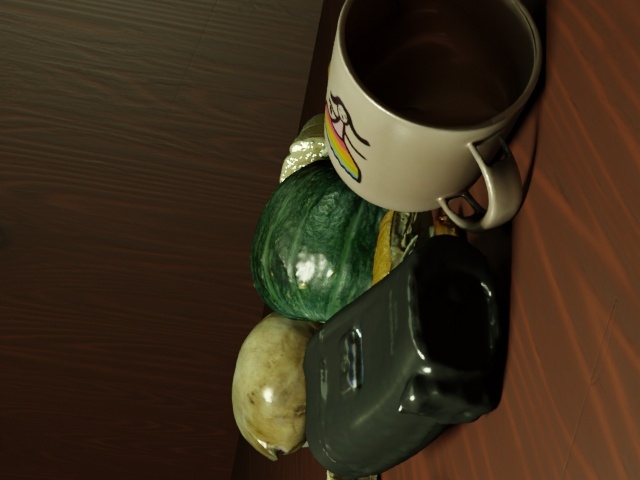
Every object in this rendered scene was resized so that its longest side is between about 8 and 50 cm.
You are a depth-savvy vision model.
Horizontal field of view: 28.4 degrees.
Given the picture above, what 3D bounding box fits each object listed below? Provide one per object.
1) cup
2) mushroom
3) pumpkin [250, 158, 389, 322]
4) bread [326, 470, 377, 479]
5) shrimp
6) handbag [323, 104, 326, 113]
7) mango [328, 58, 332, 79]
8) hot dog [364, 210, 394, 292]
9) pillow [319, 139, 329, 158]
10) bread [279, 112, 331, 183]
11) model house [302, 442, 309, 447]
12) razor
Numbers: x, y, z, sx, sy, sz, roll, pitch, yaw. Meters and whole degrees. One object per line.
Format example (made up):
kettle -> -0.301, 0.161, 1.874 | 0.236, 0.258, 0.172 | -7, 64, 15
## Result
cup -> 0.113, -0.114, 1.238 | 0.253, 0.191, 0.200 | 61, 162, 20
mushroom -> -0.054, 0.234, 2.058 | 0.255, 0.184, 0.255 | -170, 90, -80
pumpkin -> 0.000, 0.000, 1.881 | 0.293, 0.197, 0.263 | -150, 72, -80
bread -> 0.038, 0.336, 1.642 | 0.077, 0.070, 0.083 | -89, 7, -54
shrimp -> 0.121, 0.042, 1.417 | 0.173, 0.058, 0.253 | 123, 153, -55
handbag -> 0.056, -0.258, 2.225 | 0.247, 0.080, 0.223 | -98, 18, -66
mango -> 0.068, -0.244, 1.979 | 0.227, 0.109, 0.147 | -110, 34, -72
hot dog -> 0.095, 0.076, 1.563 | 0.088, 0.061, 0.286 | 126, 153, -50
pillow -> 0.074, -0.169, 1.801 | 0.229, 0.128, 0.051 | 126, 123, -73
bread -> 0.013, -0.120, 2.070 | 0.141, 0.134, 0.148 | -61, -21, -61
model house -> -0.032, 0.306, 2.191 | 0.100, 0.087, 0.100 | 161, 116, -78
razor -> 0.078, 0.124, 1.281 | 0.327, 0.107, 0.189 | 132, 139, -60
